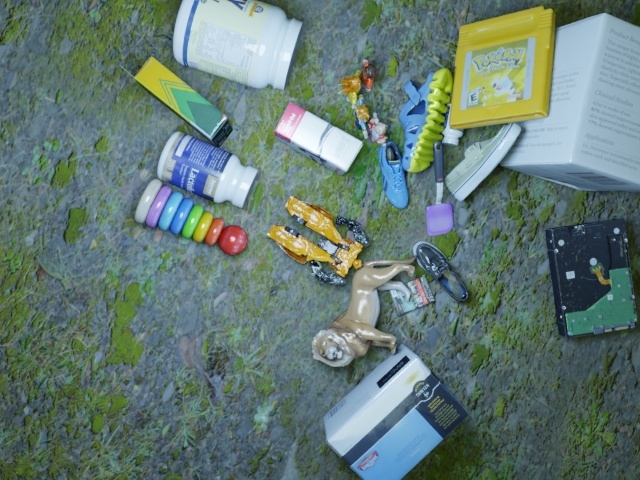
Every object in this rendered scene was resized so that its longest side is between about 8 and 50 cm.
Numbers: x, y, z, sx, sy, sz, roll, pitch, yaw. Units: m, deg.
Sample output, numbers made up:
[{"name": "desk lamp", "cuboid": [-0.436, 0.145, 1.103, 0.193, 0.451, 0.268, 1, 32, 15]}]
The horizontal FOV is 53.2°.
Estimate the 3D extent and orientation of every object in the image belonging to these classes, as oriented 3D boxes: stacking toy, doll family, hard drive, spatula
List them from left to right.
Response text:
[{"name": "stacking toy", "cuboid": [-0.369, -0.052, 1.884, 0.330, 0.141, 0.141, 25, 90, -10]}, {"name": "doll family", "cuboid": [0.117, -0.394, 1.870, 0.118, 0.163, 0.263, -12, 92, -2]}, {"name": "spatula", "cuboid": [0.357, -0.156, 1.915, 0.084, 0.030, 0.297, -8, 117, -3]}, {"name": "hard drive", "cuboid": [0.832, 0.115, 1.965, 0.236, 0.064, 0.339, -9, 91, -2]}]

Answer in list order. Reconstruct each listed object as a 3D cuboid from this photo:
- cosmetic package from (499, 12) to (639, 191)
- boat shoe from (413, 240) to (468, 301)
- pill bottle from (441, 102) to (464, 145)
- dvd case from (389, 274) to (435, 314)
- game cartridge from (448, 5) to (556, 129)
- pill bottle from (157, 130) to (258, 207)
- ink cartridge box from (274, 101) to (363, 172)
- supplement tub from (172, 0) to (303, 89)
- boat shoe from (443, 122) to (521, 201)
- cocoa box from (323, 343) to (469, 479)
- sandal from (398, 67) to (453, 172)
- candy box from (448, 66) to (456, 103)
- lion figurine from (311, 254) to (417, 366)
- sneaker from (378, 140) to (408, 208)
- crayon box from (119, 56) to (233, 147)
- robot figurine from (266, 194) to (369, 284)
[{"name": "cosmetic package", "cuboid": [0.765, -0.362, 1.790, 0.329, 0.327, 0.394, 14, 91, -18]}, {"name": "boat shoe", "cuboid": [0.368, 0.097, 1.936, 0.080, 0.076, 0.229, -36, 93, -2]}, {"name": "pill bottle", "cuboid": [0.403, -0.349, 1.933, 0.067, 0.067, 0.120, 11, 90, -3]}, {"name": "dvd case", "cuboid": [0.281, 0.168, 1.965, 0.119, 0.013, 0.087, -23, 92, -3]}, {"name": "game cartridge", "cuboid": [0.510, -0.486, 1.808, 0.285, 0.052, 0.324, -2, 76, 39]}, {"name": "pill bottle", "cuboid": [-0.324, -0.200, 1.859, 0.264, 0.153, 0.153, 22, 90, -3]}, {"name": "ink cartridge box", "cuboid": [-0.008, -0.290, 1.862, 0.237, 0.172, 0.100, 29, 90, -3]}, {"name": "supplement tub", "cuboid": [-0.230, -0.571, 1.815, 0.324, 0.235, 0.236, 17, 90, -3]}, {"name": "boat shoe", "cuboid": [0.459, -0.233, 1.852, 0.094, 0.109, 0.302, 40, 133, 5]}, {"name": "cocoa box", "cuboid": [0.210, 0.513, 1.859, 0.347, 0.231, 0.228, -43, 93, -1]}, {"name": "sandal", "cuboid": [0.294, -0.356, 1.901, 0.138, 0.126, 0.318, 13, 85, 32]}, {"name": "candy box", "cuboid": [0.458, -0.506, 1.952, 0.105, 0.027, 0.206, 17, 90, 1]}, {"name": "lion figurine", "cuboid": [0.133, 0.199, 1.912, 0.240, 0.142, 0.392, 15, 76, 14]}, {"name": "sneaker", "cuboid": [0.221, -0.196, 1.922, 0.069, 0.082, 0.209, -14, 93, -4]}, {"name": "crayon box", "cuboid": [-0.403, -0.404, 1.826, 0.318, 0.202, 0.081, 38, 89, -4]}, {"name": "robot figurine", "cuboid": [0.000, 0.000, 1.909, 0.291, 0.085, 0.211, 32, 90, 0]}]
